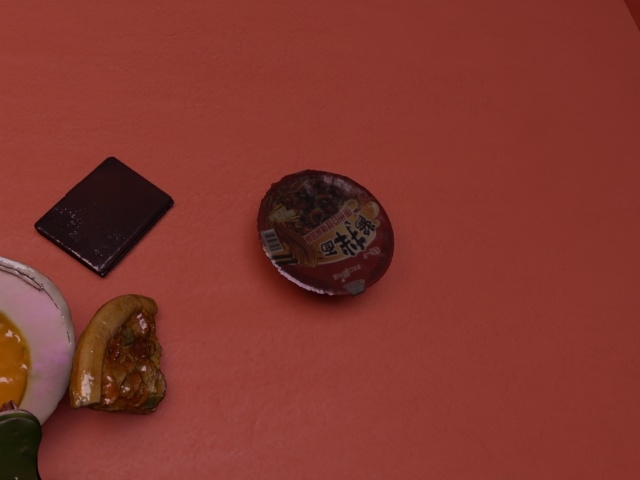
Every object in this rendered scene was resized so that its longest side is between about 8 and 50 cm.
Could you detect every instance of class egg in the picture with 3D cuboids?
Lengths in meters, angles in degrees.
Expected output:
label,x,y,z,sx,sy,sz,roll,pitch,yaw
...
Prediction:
label,x,y,z,sx,sy,sz,roll,pitch,yaw
egg,-0.498,0.161,0.979,0.265,0.174,0.286,0,90,-21

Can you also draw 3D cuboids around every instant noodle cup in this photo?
label,x,y,z,sx,sy,sz,roll,pitch,yaw
instant noodle cup,0.000,0.000,1.292,0.274,0.090,0.273,9,60,-16

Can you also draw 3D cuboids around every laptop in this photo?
label,x,y,z,sx,sy,sz,roll,pitch,yaw
laptop,-0.385,-0.047,1.213,0.154,0.026,0.207,34,55,2

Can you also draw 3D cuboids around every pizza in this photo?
label,x,y,z,sx,sy,sz,roll,pitch,yaw
pizza,-0.293,0.190,1.040,0.292,0.058,0.197,-70,142,-67

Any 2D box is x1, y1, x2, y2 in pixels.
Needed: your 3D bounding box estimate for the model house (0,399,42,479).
label,x,y,z,sx,sy,sz,roll,pitch,yaw
model house,-0.482,0.305,0.860,0.207,0.293,0.154,-23,46,-40
